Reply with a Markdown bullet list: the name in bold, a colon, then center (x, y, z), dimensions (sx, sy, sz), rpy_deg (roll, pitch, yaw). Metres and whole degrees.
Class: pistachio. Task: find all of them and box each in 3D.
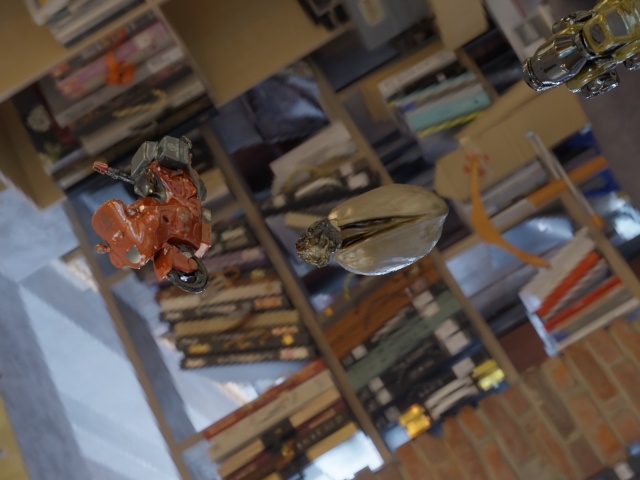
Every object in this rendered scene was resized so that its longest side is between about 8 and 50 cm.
- **pistachio**: center (0.109, -0.021, 1.698), dimensions (0.153, 0.238, 0.137), rpy_deg (-36, 75, 58)

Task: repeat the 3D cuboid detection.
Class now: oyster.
- **oyster**: center (0.002, -0.002, 1.384), dimensions (0.054, 0.083, 0.019), rpy_deg (35, 140, 6)

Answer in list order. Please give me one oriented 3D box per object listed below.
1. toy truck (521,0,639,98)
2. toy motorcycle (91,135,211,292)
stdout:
- **toy truck**: center (0.462, -0.333, 1.794), dimensions (0.224, 0.165, 0.147), rpy_deg (-30, 81, 55)
- **toy motorcycle**: center (-0.296, -0.054, 1.861), dimensions (0.221, 0.148, 0.325), rpy_deg (24, -142, -29)
